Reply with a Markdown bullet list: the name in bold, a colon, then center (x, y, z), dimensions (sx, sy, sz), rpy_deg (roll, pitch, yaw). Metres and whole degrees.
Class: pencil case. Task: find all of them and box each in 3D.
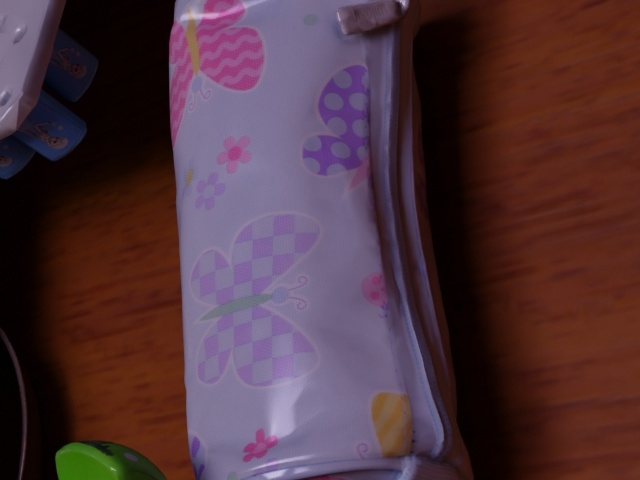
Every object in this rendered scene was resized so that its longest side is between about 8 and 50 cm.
- **pencil case**: center (0.000, 0.000, 0.841), dimensions (0.124, 0.113, 0.273), rpy_deg (-16, 60, 24)

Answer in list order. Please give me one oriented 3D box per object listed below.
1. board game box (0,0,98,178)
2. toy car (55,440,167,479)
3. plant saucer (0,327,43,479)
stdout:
- **board game box**: center (-0.239, -0.158, 1.159), dimensions (0.390, 0.050, 0.390), rpy_deg (-22, 46, 40)
- **toy car**: center (-0.060, 0.185, 0.780), dimensions (0.239, 0.053, 0.225), rpy_deg (5, 106, 50)
- **plant saucer**: center (-0.212, 0.137, 1.067), dimensions (0.198, 0.036, 0.199), rpy_deg (-22, 58, 39)
